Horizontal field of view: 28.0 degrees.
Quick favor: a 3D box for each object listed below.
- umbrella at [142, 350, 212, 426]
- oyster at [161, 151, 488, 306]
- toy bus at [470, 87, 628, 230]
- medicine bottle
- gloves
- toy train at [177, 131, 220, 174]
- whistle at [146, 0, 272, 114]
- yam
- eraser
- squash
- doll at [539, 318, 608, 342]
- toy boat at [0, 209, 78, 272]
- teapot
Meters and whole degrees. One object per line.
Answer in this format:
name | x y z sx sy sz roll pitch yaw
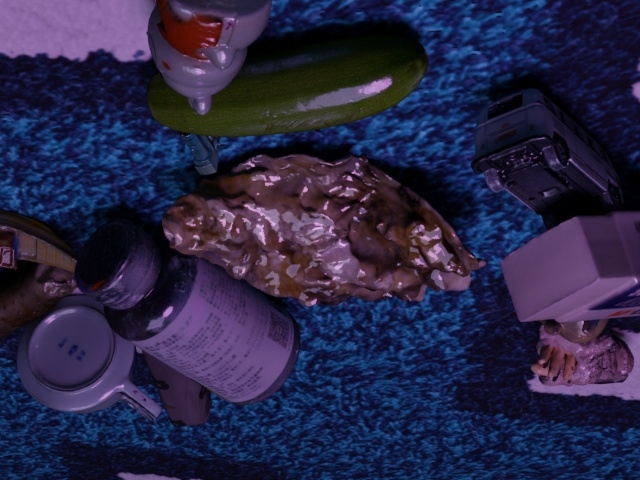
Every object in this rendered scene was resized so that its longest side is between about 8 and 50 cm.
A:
umbrella | -0.203 0.166 1.774 0.073 0.067 0.337 -17 148 -6
oyster | 0.000 0.001 1.422 0.351 0.115 0.238 11 148 -6
toy bus | 0.230 -0.075 1.272 0.087 0.089 0.194 -22 145 33
medicine bottle | -0.162 0.084 1.563 0.141 0.141 0.293 -17 141 33
gloves | 0.327 0.139 1.602 0.110 0.094 0.144 3 168 27
toy train | -0.131 -0.108 1.339 0.029 0.045 0.092 -6 148 17
whistle | -0.097 -0.203 1.118 0.101 0.106 0.253 43 146 7
yam | -0.412 0.088 1.690 0.067 0.071 0.317 28 144 -29
eraser | 0.332 0.027 1.337 0.279 0.081 0.124 -2 159 -35
squash | -0.038 -0.142 1.231 0.292 0.082 0.082 -6 146 20
doll | 0.320 0.076 1.502 0.179 0.102 0.089 3 122 41
toy boat | -0.376 0.005 1.552 0.172 0.066 0.065 10 145 -7
teapot | -0.310 0.167 1.727 0.232 0.159 0.159 31 153 18
